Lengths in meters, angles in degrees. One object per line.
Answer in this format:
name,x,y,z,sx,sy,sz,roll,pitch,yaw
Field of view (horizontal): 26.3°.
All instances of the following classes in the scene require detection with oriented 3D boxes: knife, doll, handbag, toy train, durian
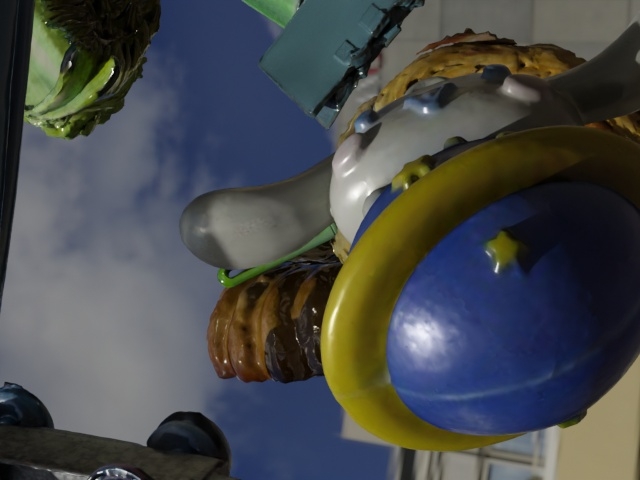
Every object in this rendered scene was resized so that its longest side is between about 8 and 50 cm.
knife,0.000,0.000,1.316,0.015,0.212,0.054,62,-177,-73
doll,0.112,-0.011,0.715,0.311,0.242,0.160,-33,-70,-9
handbag,0.039,-0.224,1.331,0.057,0.144,0.221,33,-78,-31
toy train,-0.190,0.233,1.085,0.131,0.299,0.202,-37,-50,-59
durian,-0.177,-0.138,0.932,0.106,0.375,0.132,22,-82,-27

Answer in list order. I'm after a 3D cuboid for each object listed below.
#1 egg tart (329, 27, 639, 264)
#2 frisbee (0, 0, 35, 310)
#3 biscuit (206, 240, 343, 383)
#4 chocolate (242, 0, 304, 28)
egg tart,0.148,-0.025,1.124,0.132,0.297,0.297,43,-125,-81
frisbee,-0.117,-0.103,0.446,0.289,0.049,0.290,-175,90,-78
biscuit,0.036,0.051,1.377,0.325,0.325,0.107,-33,-69,-55
chocolate,-0.052,-0.311,1.622,0.110,0.291,0.110,-15,-59,-27
